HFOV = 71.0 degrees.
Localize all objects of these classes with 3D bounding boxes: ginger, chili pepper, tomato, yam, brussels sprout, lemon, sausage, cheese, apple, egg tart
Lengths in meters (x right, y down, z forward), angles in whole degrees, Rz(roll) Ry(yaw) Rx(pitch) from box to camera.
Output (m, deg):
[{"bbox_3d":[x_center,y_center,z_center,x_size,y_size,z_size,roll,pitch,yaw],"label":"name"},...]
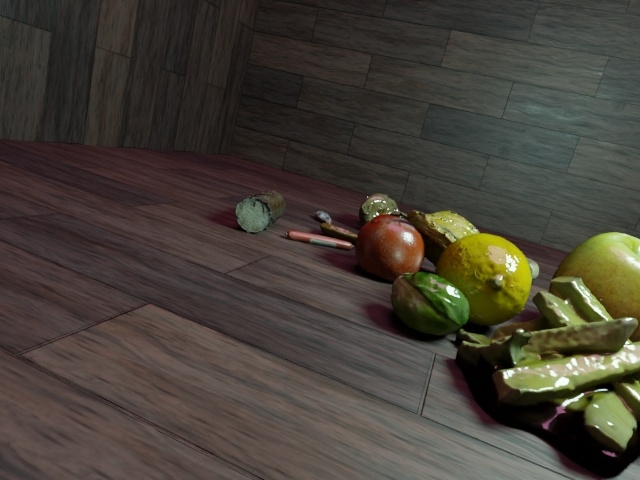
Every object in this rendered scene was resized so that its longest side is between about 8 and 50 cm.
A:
[{"bbox_3d":[0.277,-0.113,2.032,0.256,0.176,0.375,30,9,-10],"label":"ginger"},{"bbox_3d":[0.011,-0.100,1.945,0.050,0.041,0.153,-33,26,-8],"label":"chili pepper"},{"bbox_3d":[0.209,0.018,1.342,0.208,0.184,0.208,12,14,-3],"label":"tomato"},{"bbox_3d":[-0.201,-0.104,1.562,0.131,0.131,0.280,15,12,4],"label":"yam"},{"bbox_3d":[0.237,0.137,0.994,0.183,0.131,0.145,24,10,24],"label":"brussels sprout"},{"bbox_3d":[0.436,0.191,0.825,0.358,0.211,0.413,18,14,23],"label":"ginger"},{"bbox_3d":[0.398,0.097,1.113,0.236,0.236,0.263,13,-24,-3],"label":"lemon"},{"bbox_3d":[0.000,0.000,1.533,0.253,0.034,0.034,11,14,-13],"label":"sausage"},{"bbox_3d":[0.734,0.092,1.835,0.286,0.082,0.163,13,12,5],"label":"cheese"},{"bbox_3d":[0.774,0.145,1.151,0.338,0.305,0.338,15,13,-4],"label":"apple"},{"bbox_3d":[0.413,0.013,1.403,0.341,0.132,0.341,46,-4,5],"label":"egg tart"}]

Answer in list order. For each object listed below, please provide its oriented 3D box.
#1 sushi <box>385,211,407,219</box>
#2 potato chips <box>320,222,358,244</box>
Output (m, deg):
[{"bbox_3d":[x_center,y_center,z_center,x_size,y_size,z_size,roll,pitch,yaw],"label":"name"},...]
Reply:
[{"bbox_3d":[0.308,0.000,1.670,0.115,0.147,0.212,8,31,-50],"label":"sushi"},{"bbox_3d":[0.092,-0.016,1.661,0.201,0.049,0.150,14,9,7],"label":"potato chips"}]
